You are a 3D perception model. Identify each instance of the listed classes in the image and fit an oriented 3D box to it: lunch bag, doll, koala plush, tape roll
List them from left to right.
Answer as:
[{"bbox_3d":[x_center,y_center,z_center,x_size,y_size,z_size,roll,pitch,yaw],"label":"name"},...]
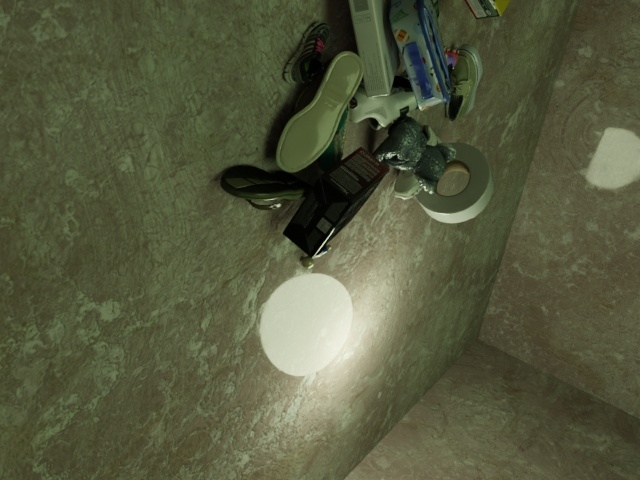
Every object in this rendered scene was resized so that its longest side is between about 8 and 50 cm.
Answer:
[{"bbox_3d":[0.000,0.000,1.752,0.189,0.046,0.129,-63,149,-4],"label":"doll"},{"bbox_3d":[0.295,-0.259,1.785,0.196,0.221,0.203,-56,-174,-11],"label":"koala plush"},{"bbox_3d":[0.273,-0.508,1.549,0.243,0.114,0.303,-84,152,-44],"label":"lunch bag"},{"bbox_3d":[0.481,-0.211,2.115,0.286,0.286,0.100,-62,150,-5],"label":"tape roll"}]

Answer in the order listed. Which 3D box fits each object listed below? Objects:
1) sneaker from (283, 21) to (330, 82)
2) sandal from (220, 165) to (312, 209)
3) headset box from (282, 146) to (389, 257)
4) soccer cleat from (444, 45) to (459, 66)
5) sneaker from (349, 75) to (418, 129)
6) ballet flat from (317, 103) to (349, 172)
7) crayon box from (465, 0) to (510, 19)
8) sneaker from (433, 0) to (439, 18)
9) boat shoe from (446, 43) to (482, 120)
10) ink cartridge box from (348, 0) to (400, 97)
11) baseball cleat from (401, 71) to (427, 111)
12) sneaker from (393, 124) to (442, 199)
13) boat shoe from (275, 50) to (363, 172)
[{"bbox_3d":[-0.015,-0.439,1.373,0.170,0.074,0.063,-59,150,-11],"label":"sneaker"},{"bbox_3d":[-0.124,-0.114,1.413,0.302,0.120,0.086,-3,128,-57],"label":"sandal"},{"bbox_3d":[0.052,-0.113,1.569,0.218,0.110,0.293,-54,173,37],"label":"headset box"},{"bbox_3d":[0.377,-0.584,1.884,0.248,0.083,0.095,-21,134,-53],"label":"soccer cleat"},{"bbox_3d":[0.201,-0.401,1.702,0.330,0.122,0.146,-8,129,-38],"label":"sneaker"},{"bbox_3d":[0.029,-0.299,1.563,0.077,0.091,0.241,-75,176,-59],"label":"ballet flat"},{"bbox_3d":[0.476,-0.891,1.669,0.363,0.106,0.313,40,75,-38],"label":"crayon box"},{"bbox_3d":[0.323,-0.701,1.738,0.078,0.067,0.188,-60,156,-54],"label":"sneaker"},{"bbox_3d":[0.510,-0.556,2.085,0.094,0.109,0.302,-47,149,-24],"label":"boat shoe"},{"bbox_3d":[0.140,-0.550,1.481,0.261,0.066,0.296,-68,149,-55],"label":"ink cartridge box"},{"bbox_3d":[0.311,-0.481,1.858,0.206,0.072,0.110,-4,115,-58],"label":"baseball cleat"},{"bbox_3d":[0.325,-0.274,2.016,0.292,0.110,0.118,-62,143,-21],"label":"sneaker"},{"bbox_3d":[-0.011,-0.315,1.431,0.116,0.097,0.324,29,95,-21],"label":"boat shoe"}]
